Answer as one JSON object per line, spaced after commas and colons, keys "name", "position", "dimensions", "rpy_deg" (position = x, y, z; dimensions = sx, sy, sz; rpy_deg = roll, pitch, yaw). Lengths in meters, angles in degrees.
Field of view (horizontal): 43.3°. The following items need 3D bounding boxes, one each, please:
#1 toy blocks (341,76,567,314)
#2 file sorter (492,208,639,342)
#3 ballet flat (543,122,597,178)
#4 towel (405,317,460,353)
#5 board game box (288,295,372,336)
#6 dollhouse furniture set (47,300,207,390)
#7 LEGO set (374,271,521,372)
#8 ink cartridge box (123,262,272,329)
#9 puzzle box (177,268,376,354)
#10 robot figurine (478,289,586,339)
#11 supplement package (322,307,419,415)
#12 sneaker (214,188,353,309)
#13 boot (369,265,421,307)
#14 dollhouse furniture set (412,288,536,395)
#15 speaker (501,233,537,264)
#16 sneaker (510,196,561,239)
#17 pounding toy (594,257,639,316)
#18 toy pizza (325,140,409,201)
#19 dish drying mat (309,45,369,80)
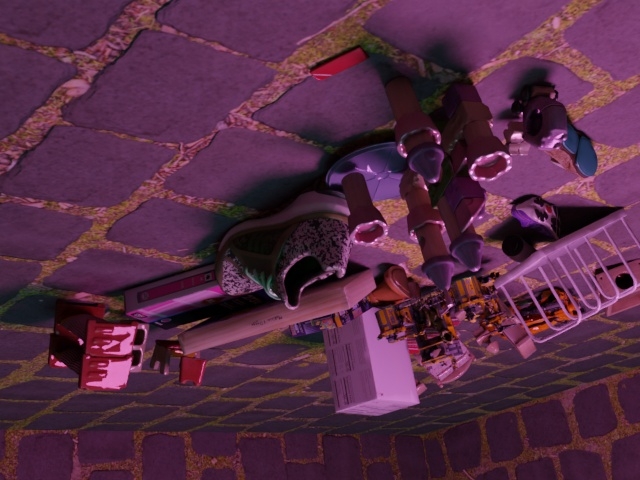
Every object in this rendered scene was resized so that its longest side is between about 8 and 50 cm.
{"name": "toy blocks", "position": [0.228, -0.068, 1.271], "dimensions": [0.309, 0.260, 0.288], "rpy_deg": [0, 143, -21]}
{"name": "file sorter", "position": [0.573, 0.082, 1.800], "dimensions": [0.277, 0.173, 0.193], "rpy_deg": [-23, 166, -30]}
{"name": "ballet flat", "position": [0.437, -0.166, 1.447], "dimensions": [0.067, 0.073, 0.206], "rpy_deg": [8, 167, 37]}
{"name": "towel", "position": [0.285, 0.299, 2.480], "dimensions": [0.199, 0.031, 0.275], "rpy_deg": [0, 155, -22]}
{"name": "board game box", "position": [0.024, 0.174, 1.915], "dimensions": [0.141, 0.048, 0.170], "rpy_deg": [-18, -178, 30]}
{"name": "dollhouse furniture set", "position": [-0.410, 0.242, 1.851], "dimensions": [0.374, 0.152, 0.201], "rpy_deg": [9, -177, -41]}
{"name": "LEGO set", "position": [0.316, 0.221, 1.989], "dimensions": [0.331, 0.192, 0.255], "rpy_deg": [-23, 167, 21]}
{"name": "ink cartridge box", "position": [-0.241, 0.113, 1.823], "dimensions": [0.371, 0.069, 0.176], "rpy_deg": [-19, 155, 16]}
{"name": "puzzle box", "position": [-0.093, 0.160, 1.855], "dimensions": [0.409, 0.052, 0.272], "rpy_deg": [-17, -178, 18]}
{"name": "robot figurine", "position": [0.619, 0.217, 2.349], "dimensions": [0.291, 0.085, 0.211], "rpy_deg": [-26, 152, 35]}
{"name": "supplement package", "position": [0.135, 0.329, 2.198], "dimensions": [0.145, 0.262, 0.204], "rpy_deg": [-24, 153, 33]}
{"name": "sneaker", "position": [-0.081, 0.050, 1.538], "dimensions": [0.158, 0.182, 0.410], "rpy_deg": [29, 142, -28]}
{"name": "boot", "position": [0.149, 0.127, 1.985], "dimensions": [0.152, 0.073, 0.197], "rpy_deg": [-14, 154, 20]}
{"name": "dollhouse furniture set", "position": [0.387, 0.324, 2.196], "dimensions": [0.355, 0.174, 0.303], "rpy_deg": [-40, 147, 2]}
{"name": "speaker", "position": [0.475, 0.029, 1.900], "dimensions": [0.055, 0.055, 0.136], "rpy_deg": [-22, 154, 27]}
{"name": "sneaker", "position": [0.466, -0.048, 1.733], "dimensions": [0.071, 0.068, 0.170], "rpy_deg": [-9, 153, 40]}
{"name": "pounding toy", "position": [0.852, 0.099, 2.167], "dimensions": [0.206, 0.094, 0.181], "rpy_deg": [-22, 150, 6]}
{"name": "toy pizza", "position": [0.107, -0.128, 1.432], "dimensions": [0.201, 0.032, 0.201], "rpy_deg": [-8, 155, -4]}
{"name": "dish drying mat", "position": [0.027, -0.251, 1.148], "dimensions": [0.083, 0.008, 0.032], "rpy_deg": [-20, 154, 24]}
